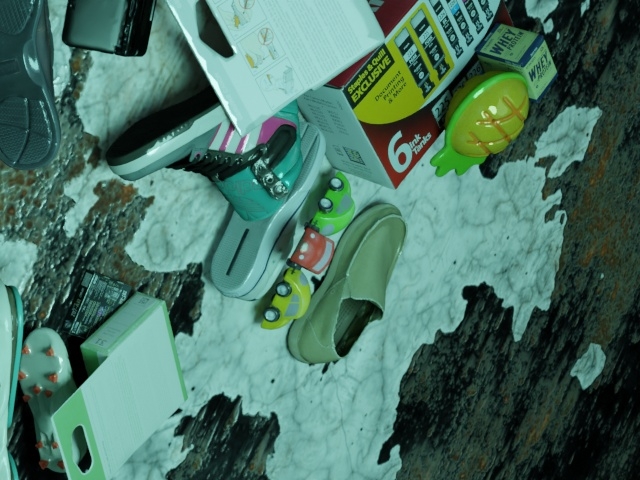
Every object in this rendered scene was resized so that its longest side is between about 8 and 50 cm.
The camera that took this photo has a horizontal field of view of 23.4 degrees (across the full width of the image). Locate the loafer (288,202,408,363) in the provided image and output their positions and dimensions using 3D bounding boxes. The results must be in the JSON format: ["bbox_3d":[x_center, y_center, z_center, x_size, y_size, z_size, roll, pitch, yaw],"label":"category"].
[{"bbox_3d":[0.059,0.071,2.234,0.102,0.092,0.268,42,74,-46],"label":"loafer"}]

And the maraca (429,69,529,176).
[{"bbox_3d":[0.219,-0.158,2.126,0.127,0.099,0.185,-2,136,-39],"label":"maraca"}]

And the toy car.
[{"bbox_3d":[0.000,0.000,2.117,0.225,0.053,0.239,-63,179,-34],"label":"toy car"}]

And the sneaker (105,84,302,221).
[{"bbox_3d":[-0.129,-0.096,1.951,0.295,0.124,0.178,-33,113,-35],"label":"sneaker"}]

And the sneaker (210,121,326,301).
[{"bbox_3d":[-0.066,-0.038,2.079,0.258,0.094,0.091,-61,156,-4],"label":"sneaker"}]

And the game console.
[{"bbox_3d":[-0.245,-0.285,1.837,0.107,0.071,0.122,-26,129,-74],"label":"game console"}]

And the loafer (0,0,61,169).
[{"bbox_3d":[-0.347,-0.231,1.709,0.109,0.095,0.302,-6,114,0],"label":"loafer"}]

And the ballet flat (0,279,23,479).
[{"bbox_3d":[-0.416,0.238,1.794,0.139,0.139,0.400,-11,109,-44],"label":"ballet flat"}]

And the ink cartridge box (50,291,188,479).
[{"bbox_3d":[-0.264,0.201,1.930,0.235,0.056,0.171,-45,140,-40],"label":"ink cartridge box"}]

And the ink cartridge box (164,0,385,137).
[{"bbox_3d":[-0.077,-0.302,1.900,0.239,0.060,0.275,-36,113,-17],"label":"ink cartridge box"}]

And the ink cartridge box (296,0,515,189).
[{"bbox_3d":[0.100,-0.278,2.113,0.309,0.130,0.272,-51,136,-19],"label":"ink cartridge box"}]

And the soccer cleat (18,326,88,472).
[{"bbox_3d":[-0.327,0.192,1.905,0.076,0.068,0.196,-44,133,-60],"label":"soccer cleat"}]

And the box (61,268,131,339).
[{"bbox_3d":[-0.281,0.085,1.937,0.067,0.018,0.083,24,87,-48],"label":"box"}]

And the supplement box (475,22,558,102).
[{"bbox_3d":[0.274,-0.248,2.148,0.056,0.083,0.083,-53,139,-19],"label":"supplement box"}]
